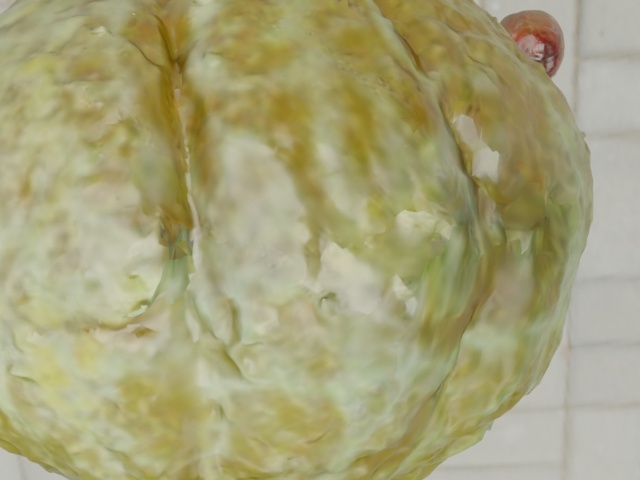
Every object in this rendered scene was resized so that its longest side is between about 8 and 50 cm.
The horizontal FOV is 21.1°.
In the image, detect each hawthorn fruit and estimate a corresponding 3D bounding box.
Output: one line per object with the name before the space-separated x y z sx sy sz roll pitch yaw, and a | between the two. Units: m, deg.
hawthorn fruit | 0.183 -0.157 1.463 0.067 0.103 0.067 -5 120 -9

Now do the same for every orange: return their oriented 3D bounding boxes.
orange | 0.000 0.000 0.799 0.210 0.368 0.271 6 99 43
